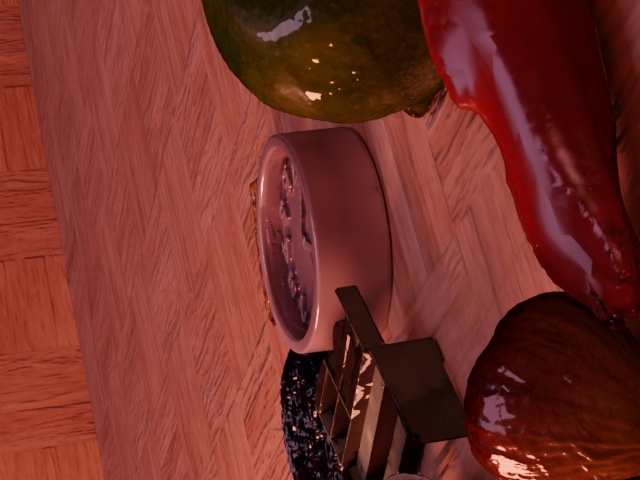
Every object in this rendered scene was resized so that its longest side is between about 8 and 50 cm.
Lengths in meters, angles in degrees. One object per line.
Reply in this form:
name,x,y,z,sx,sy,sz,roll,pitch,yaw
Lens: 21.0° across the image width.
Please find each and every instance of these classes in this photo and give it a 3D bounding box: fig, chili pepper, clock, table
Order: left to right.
clock,0.000,0.000,1.530,0.197,0.068,0.196,173,90,-74
fig,0.041,-0.165,1.224,0.203,0.235,0.203,-17,60,33
table,0.057,0.143,1.397,0.175,0.062,0.146,-114,23,-43
chili pepper,0.115,-0.127,1.022,0.110,0.110,0.387,125,133,-67
fig,0.144,0.099,0.984,0.153,0.119,0.119,-132,39,-65

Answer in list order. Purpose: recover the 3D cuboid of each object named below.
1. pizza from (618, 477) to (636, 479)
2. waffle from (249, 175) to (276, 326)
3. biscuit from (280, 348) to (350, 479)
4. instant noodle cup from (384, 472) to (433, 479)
pizza,0.135,0.237,1.129,0.305,0.086,0.161,105,154,-49
waffle,-0.034,0.005,1.694,0.102,0.042,0.148,141,121,-73
biscuit,0.007,0.180,1.606,0.194,0.053,0.194,172,90,-75
instant noodle cup,0.051,0.263,1.277,0.151,0.122,0.151,33,136,38
